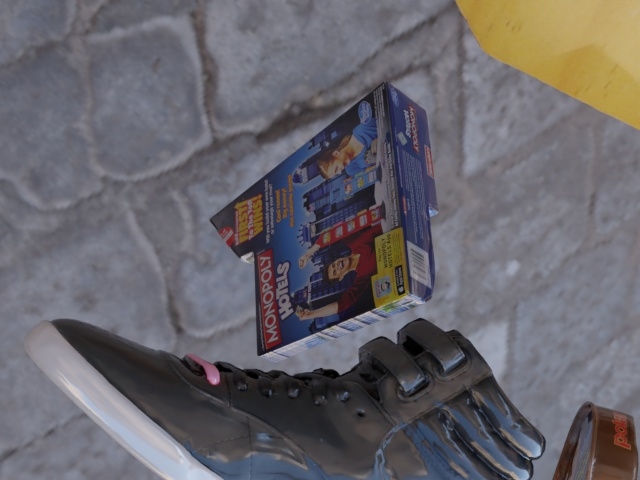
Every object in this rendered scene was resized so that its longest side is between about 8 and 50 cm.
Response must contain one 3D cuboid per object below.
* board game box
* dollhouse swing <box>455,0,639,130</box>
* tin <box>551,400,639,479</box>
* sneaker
[{"bbox_3d":[0.000,0.000,1.011,0.194,0.194,0.060,-25,143,32],"label":"board game box"},{"bbox_3d":[0.263,-0.225,0.554,0.315,0.347,0.305,-63,177,-21],"label":"dollhouse swing"},{"bbox_3d":[0.168,0.196,0.830,0.106,0.040,0.190,-62,166,-62],"label":"tin"},{"bbox_3d":[-0.005,0.084,0.675,0.296,0.104,0.147,34,87,-19],"label":"sneaker"}]
